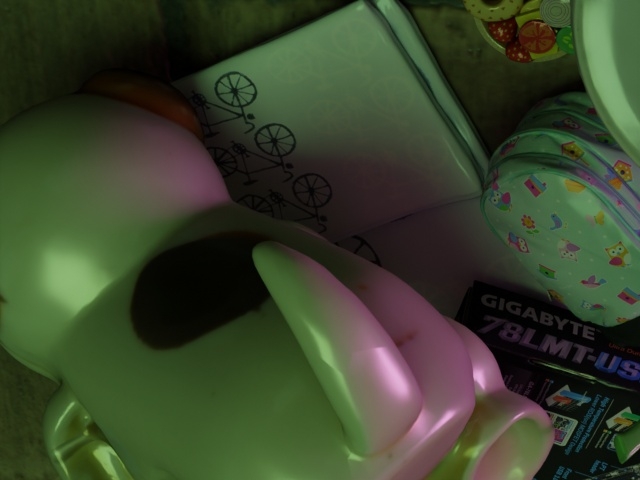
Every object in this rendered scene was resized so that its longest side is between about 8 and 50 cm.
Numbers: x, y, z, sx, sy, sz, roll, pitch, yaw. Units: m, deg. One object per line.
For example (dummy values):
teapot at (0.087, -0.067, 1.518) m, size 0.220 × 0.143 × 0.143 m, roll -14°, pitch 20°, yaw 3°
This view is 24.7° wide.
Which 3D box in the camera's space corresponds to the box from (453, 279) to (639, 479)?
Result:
box at (0.214, 0.192, 1.184) m, size 0.293 × 0.073 × 0.295 m, roll 17°, pitch 134°, yaw 0°

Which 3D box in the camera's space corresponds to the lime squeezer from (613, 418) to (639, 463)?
lime squeezer at (0.342, 0.081, 1.053) m, size 0.310 × 0.110 × 0.059 m, roll -6°, pitch 133°, yaw -15°

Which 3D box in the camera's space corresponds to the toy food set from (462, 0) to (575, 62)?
toy food set at (0.142, -0.156, 0.986) m, size 0.083 × 0.020 × 0.083 m, roll -13°, pitch 121°, yaw 27°

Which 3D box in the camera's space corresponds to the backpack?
backpack at (0.200, -0.017, 1.009) m, size 0.182 × 0.115 × 0.152 m, roll 47°, pitch 136°, yaw -10°

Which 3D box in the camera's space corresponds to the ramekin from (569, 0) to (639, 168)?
ramekin at (0.268, -0.130, 0.833) m, size 0.273 × 0.127 × 0.273 m, roll 22°, pitch 128°, yaw 31°

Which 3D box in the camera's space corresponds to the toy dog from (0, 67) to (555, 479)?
toy dog at (-0.094, 0.072, 0.995) m, size 0.408 × 0.284 × 0.395 m, roll 40°, pitch 170°, yaw 25°

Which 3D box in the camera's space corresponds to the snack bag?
snack bag at (0.000, 0.000, 1.147) m, size 0.323 × 0.037 × 0.342 m, roll -19°, pitch 118°, yaw 30°
